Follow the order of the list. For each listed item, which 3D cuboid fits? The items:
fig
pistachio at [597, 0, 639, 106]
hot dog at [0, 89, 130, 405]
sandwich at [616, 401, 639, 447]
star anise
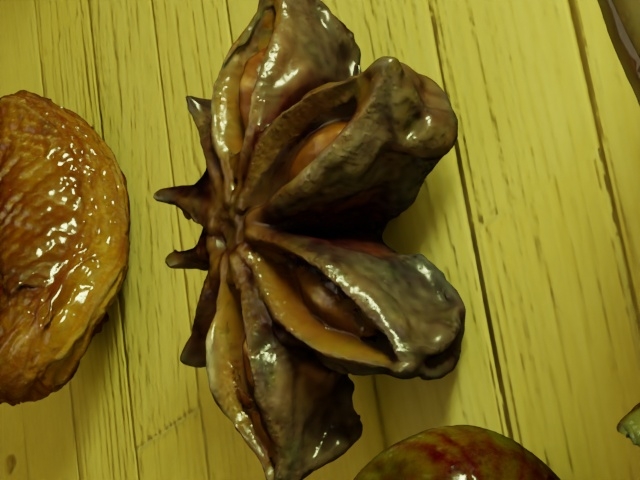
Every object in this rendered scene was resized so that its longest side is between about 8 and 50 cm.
[{"bbox_3d":[0.048,0.139,0.721,0.109,0.103,0.155,-55,11,-19],"label":"fig"},{"bbox_3d":[0.177,-0.098,0.482,0.166,0.197,0.288,12,-114,-78],"label":"pistachio"},{"bbox_3d":[-0.198,0.006,1.148,0.160,0.099,0.227,-40,52,51],"label":"hot dog"},{"bbox_3d":[0.151,0.060,0.611,0.083,0.044,0.031,-35,48,-1],"label":"sandwich"},{"bbox_3d":[0.002,-0.007,0.823,0.214,0.099,0.220,48,124,33],"label":"star anise"}]
